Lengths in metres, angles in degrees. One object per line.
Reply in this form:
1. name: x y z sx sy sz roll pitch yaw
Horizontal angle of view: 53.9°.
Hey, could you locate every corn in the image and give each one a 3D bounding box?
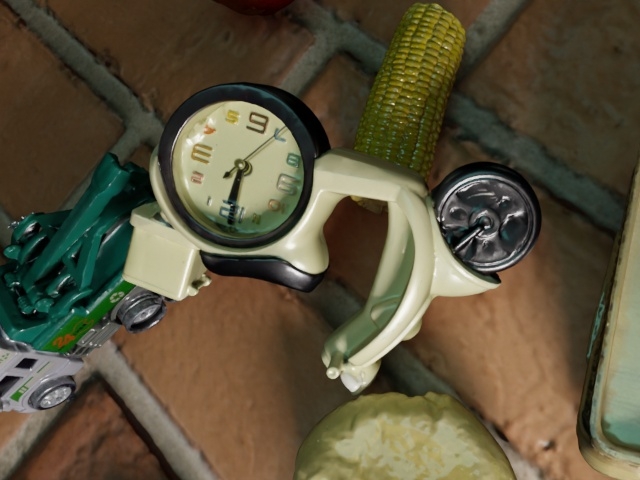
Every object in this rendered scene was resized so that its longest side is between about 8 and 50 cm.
1. corn: 0.097 -0.150 0.718 0.093 0.093 0.244 12 80 24

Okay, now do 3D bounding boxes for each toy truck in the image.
1. toy truck: -0.311 0.051 0.777 0.363 0.178 0.176 -44 65 8

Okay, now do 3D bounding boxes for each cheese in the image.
1. cheese: 0.083 0.255 0.602 0.213 0.117 0.226 -16 66 10

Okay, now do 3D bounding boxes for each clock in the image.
1. clock: 0.000 0.000 0.642 0.378 0.120 0.277 24 107 8

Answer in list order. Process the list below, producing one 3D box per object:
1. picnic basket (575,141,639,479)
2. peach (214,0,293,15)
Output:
1. picnic basket: 0.352 0.063 0.519 0.227 0.175 0.313 11 76 24
2. peach: -0.079 -0.393 0.802 0.197 0.197 0.198 -6 74 20
